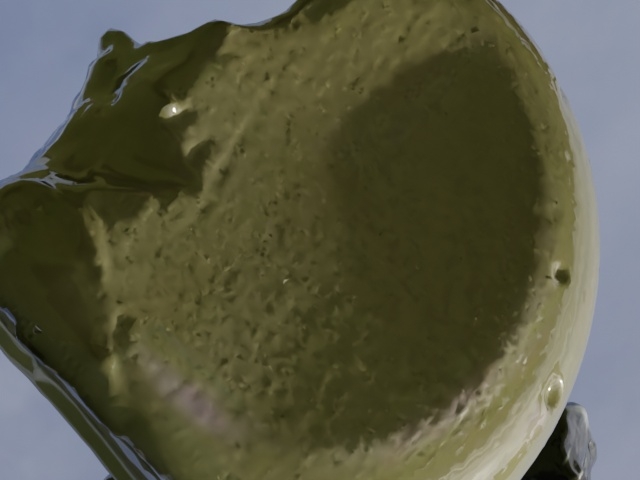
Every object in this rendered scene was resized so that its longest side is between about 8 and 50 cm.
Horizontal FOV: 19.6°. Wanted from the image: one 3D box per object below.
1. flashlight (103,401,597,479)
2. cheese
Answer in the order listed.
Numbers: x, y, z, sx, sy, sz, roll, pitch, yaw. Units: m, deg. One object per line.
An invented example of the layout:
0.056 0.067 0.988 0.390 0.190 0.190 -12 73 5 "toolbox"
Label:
0.011 0.201 1.476 0.424 0.103 0.103 -10 -134 19 "flashlight"
0.000 0.000 0.536 0.175 0.091 0.202 44 -121 -7 "cheese"
